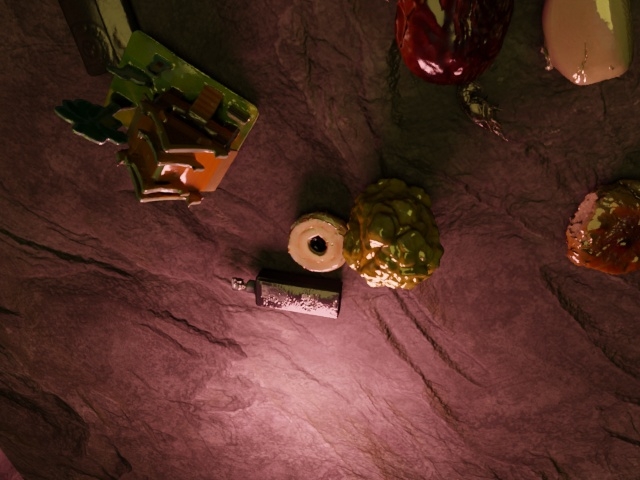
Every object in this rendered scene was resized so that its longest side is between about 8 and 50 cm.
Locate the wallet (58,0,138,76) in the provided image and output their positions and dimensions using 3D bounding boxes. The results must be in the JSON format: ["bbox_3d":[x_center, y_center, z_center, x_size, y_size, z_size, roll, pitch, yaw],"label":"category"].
[{"bbox_3d":[-0.517,-0.546,1.069,0.170,0.044,0.321,-7,115,17],"label":"wallet"}]

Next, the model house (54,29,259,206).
[{"bbox_3d":[-0.353,-0.249,1.022,0.358,0.313,0.242,33,116,-14],"label":"model house"}]

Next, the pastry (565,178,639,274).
[{"bbox_3d":[0.663,-0.023,1.069,0.229,0.100,0.218,-33,106,23],"label":"pastry"}]

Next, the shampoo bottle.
[{"bbox_3d":[-0.096,0.143,1.328,0.309,0.071,0.098,8,121,10],"label":"shampoo bottle"}]

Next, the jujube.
[{"bbox_3d":[0.232,-0.451,0.840,0.216,0.216,0.342,1,142,11],"label":"jujube"}]

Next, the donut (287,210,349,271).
[{"bbox_3d":[0.000,0.000,1.236,0.174,0.068,0.174,5,115,10],"label":"donut"}]

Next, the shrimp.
[{"bbox_3d":[0.354,-0.277,1.025,0.165,0.056,0.065,40,111,-13],"label":"shrimp"}]

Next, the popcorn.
[{"bbox_3d":[0.162,0.000,1.099,0.235,0.250,0.242,-17,114,11],"label":"popcorn"}]

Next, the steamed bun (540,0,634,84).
[{"bbox_3d":[0.480,-0.406,0.878,0.152,0.170,0.238,-9,117,37],"label":"steamed bun"}]
